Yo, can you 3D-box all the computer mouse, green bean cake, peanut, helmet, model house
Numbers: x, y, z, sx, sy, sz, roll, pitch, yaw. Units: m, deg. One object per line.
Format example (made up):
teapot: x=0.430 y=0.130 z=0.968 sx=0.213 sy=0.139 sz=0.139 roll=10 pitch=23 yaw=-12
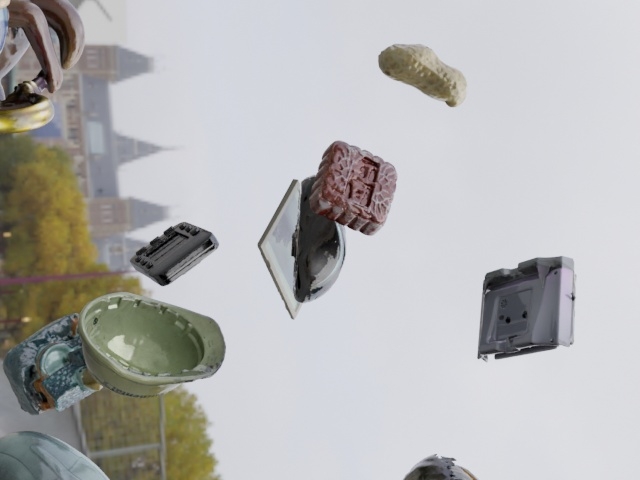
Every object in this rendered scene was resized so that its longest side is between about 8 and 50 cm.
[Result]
computer mouse: x=0.000 y=0.000 z=1.579 sx=0.137 sy=0.096 sz=0.233 roll=-118 pitch=-147 yaw=-73
computer mouse: x=-0.576 y=0.548 z=1.951 sx=0.371 sy=0.188 sz=0.122 roll=40 pitch=-49 yaw=8
green bean cake: x=0.059 y=-0.090 z=1.483 sx=0.056 sy=0.136 sz=0.135 roll=-46 pitch=-155 yaw=56
peanut: x=0.224 y=-0.359 z=1.897 sx=0.099 sy=0.214 sz=0.099 roll=-56 pitch=-169 yaw=17
helmet: x=-0.309 y=0.209 z=1.555 sx=0.204 sy=0.258 sz=0.137 roll=-91 pitch=-158 yaw=-53
model house: x=-0.595 y=0.299 z=2.144 sx=0.291 sy=0.253 sz=0.184 roll=-4 pitch=-69 yaw=51

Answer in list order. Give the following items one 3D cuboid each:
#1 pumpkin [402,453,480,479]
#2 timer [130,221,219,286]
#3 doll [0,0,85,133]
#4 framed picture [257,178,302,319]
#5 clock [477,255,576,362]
pumpkin: x=0.262 y=0.582 z=1.700 sx=0.320 sy=0.192 sz=0.320 roll=57 pitch=13 yaw=-20
timer: x=-0.291 y=0.028 z=1.768 sx=0.187 sy=0.144 sz=0.055 roll=19 pitch=-37 yaw=59
doll: x=-0.490 y=-0.276 z=1.237 sx=0.340 sy=0.318 sz=0.209 roll=-92 pitch=-158 yaw=-78
framed picture: x=-0.063 y=0.025 z=2.136 sx=0.213 sy=0.016 sz=0.289 roll=-63 pitch=150 yaw=-32
clock: x=0.411 y=0.141 z=1.796 sx=0.253 sy=0.083 sz=0.186 roll=-26 pitch=-129 yaw=55
